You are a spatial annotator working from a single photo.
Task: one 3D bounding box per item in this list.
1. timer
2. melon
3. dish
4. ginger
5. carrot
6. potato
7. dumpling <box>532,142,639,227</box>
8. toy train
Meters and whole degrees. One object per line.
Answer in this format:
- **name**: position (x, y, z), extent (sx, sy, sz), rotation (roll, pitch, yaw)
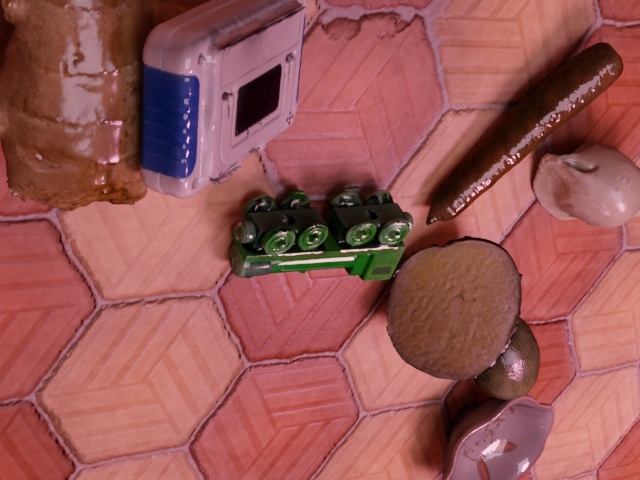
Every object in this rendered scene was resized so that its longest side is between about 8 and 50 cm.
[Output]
- **timer**: position (-0.090, -0.161, 1.145), extent (0.253, 0.078, 0.178), rotation (-45, 146, -52)
- **melon**: position (0.273, 0.171, 1.666), extent (0.114, 0.114, 0.167), rotation (-36, 133, -9)
- **dish**: position (0.269, 0.320, 1.788), extent (0.229, 0.081, 0.229), rotation (-20, 132, -25)
- **ginger**: position (-0.200, -0.201, 1.064), extent (0.236, 0.166, 0.375), rotation (2, 132, -27)
- **carrot**: position (0.266, -0.142, 1.489), extent (0.342, 0.070, 0.070), rotation (-42, 134, 4)
- **potato**: position (0.194, 0.091, 1.555), extent (0.117, 0.182, 0.202), rotation (-1, 105, -76)
- **dumpling**: position (0.390, -0.071, 1.600), extent (0.111, 0.181, 0.155), rotation (-56, 179, -39)
- **toy train**: position (0.000, 0.000, 1.396), extent (0.251, 0.085, 0.119), rotation (-4, 136, -28)
